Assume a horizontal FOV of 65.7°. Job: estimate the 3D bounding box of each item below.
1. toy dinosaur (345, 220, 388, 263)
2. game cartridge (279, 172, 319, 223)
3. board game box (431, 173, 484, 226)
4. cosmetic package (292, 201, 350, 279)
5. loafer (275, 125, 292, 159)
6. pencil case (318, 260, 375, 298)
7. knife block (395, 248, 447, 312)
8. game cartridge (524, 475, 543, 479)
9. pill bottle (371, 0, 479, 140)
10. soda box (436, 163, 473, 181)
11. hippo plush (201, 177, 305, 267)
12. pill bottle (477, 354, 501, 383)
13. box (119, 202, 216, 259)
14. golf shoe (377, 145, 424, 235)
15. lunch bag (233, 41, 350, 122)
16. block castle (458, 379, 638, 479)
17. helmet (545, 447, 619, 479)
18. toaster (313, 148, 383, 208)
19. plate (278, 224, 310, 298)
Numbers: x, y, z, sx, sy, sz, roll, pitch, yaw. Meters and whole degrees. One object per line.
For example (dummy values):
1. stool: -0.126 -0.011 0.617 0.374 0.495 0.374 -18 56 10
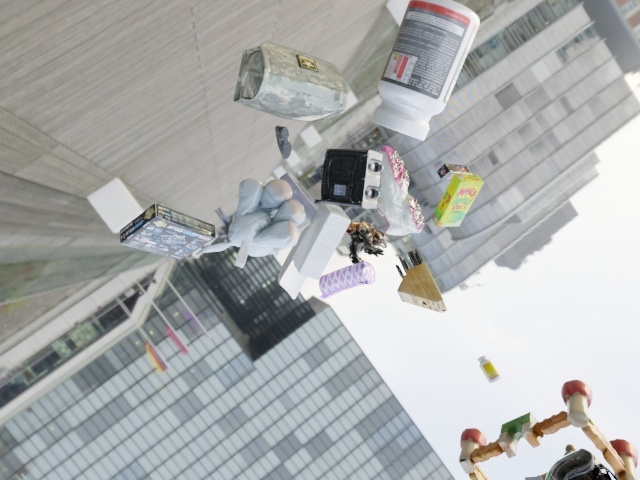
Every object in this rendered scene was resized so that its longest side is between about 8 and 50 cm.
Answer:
1. toy dinosaur: 0.187 -0.005 2.299 0.321 0.218 0.164 5 147 -19
2. game cartridge: -0.039 -0.115 1.781 0.062 0.297 0.198 -38 -177 11
3. board game box: 0.436 -0.126 1.586 0.092 0.043 0.181 -1 133 -24
4. cosmetic package: 0.000 0.000 1.627 0.231 0.085 0.117 -63 -157 16
5. loafer: -0.178 -0.467 2.351 0.062 0.170 0.061 -32 -135 -33
6. pencil case: 0.089 0.134 1.663 0.206 0.086 0.088 -22 -130 37
7. knife block: 0.440 0.158 2.105 0.275 0.088 0.242 14 -120 36
8. game cartridge: 0.637 0.737 1.451 0.056 0.017 0.083 -8 -130 10
9. pill bottle: 0.291 -0.491 1.434 0.210 0.210 0.363 -55 166 -74
10. soda box: 0.586 -0.294 2.161 0.168 0.053 0.060 -3 147 -39
11. hippo plush: -0.161 -0.022 1.503 0.236 0.234 0.294 77 36 -71
12. pill bottle: 0.534 0.408 1.573 0.043 0.083 0.043 -20 150 -12
13. box: -0.454 -0.019 1.485 0.175 0.051 0.220 -30 148 29
14. golf shoe: 0.233 -0.156 1.639 0.140 0.306 0.115 -17 -176 31
15. lunch bag: -0.077 -0.410 1.306 0.287 0.235 0.169 32 -70 62
16. block castle: 0.680 0.652 1.506 0.453 0.303 0.213 -40 174 28
17. helmet: 0.621 0.600 1.182 0.161 0.169 0.169 -44 -174 -6
18. toaster: 0.087 -0.180 1.459 0.185 0.168 0.110 10 -174 38
19. plate: -0.090 0.091 2.097 0.278 0.045 0.277 -62 162 -14
